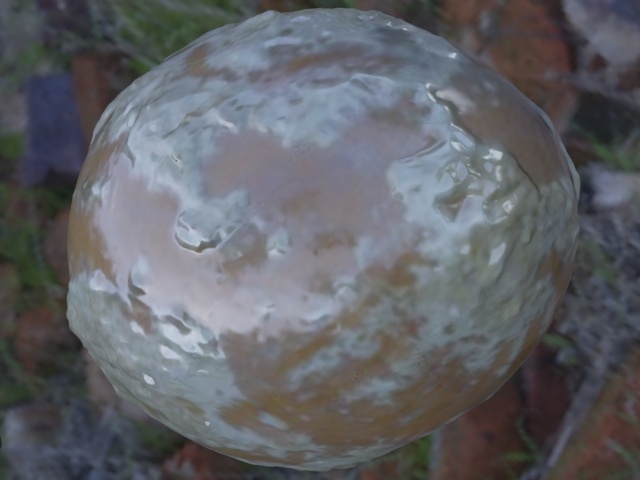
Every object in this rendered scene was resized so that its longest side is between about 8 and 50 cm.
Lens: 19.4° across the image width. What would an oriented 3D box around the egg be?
[{"bbox_3d":[0.000,0.000,0.808,0.245,0.203,0.203,-8,61,41],"label":"egg"}]
